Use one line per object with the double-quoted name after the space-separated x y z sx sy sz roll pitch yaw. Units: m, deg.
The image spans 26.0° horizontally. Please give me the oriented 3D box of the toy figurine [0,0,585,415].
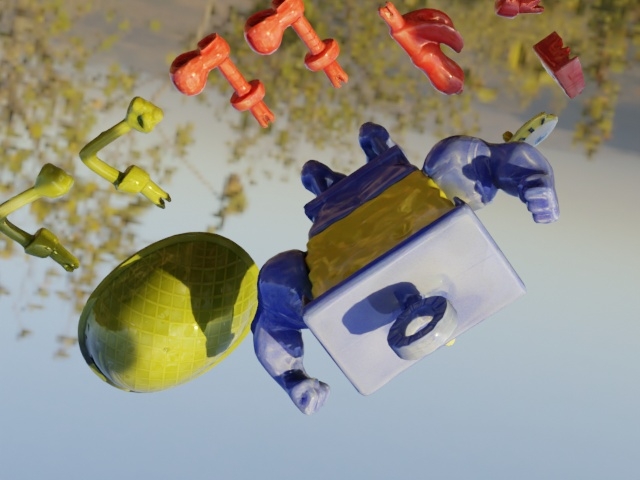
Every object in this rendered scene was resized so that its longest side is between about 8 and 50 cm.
0.000 0.000 0.768 0.191 0.362 0.217 54 -173 -32 "toy figurine"
